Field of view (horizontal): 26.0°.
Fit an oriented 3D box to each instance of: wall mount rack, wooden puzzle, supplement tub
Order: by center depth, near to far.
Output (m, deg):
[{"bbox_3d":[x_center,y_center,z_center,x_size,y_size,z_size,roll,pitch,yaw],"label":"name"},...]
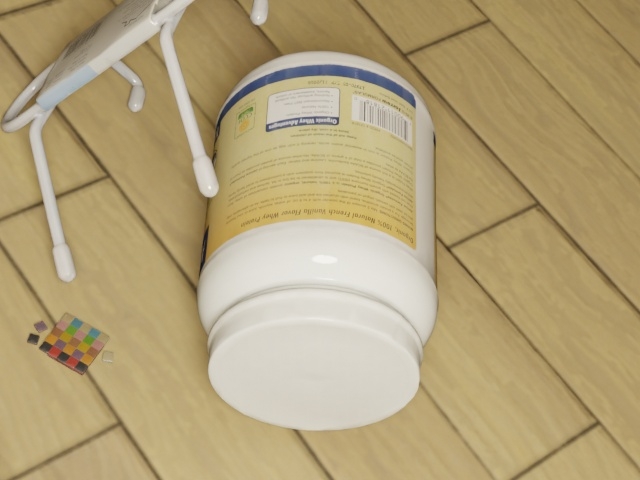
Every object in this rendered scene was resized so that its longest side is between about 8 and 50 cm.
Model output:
[{"bbox_3d":[-0.237,0.099,1.331,0.083,0.006,0.049,29,51,5],"label":"wooden puzzle"},{"bbox_3d":[0.000,0.000,1.336,0.228,0.228,0.316,11,52,-10],"label":"supplement tub"},{"bbox_3d":[-0.181,-0.138,1.363,0.130,0.350,0.304,43,38,-24],"label":"wall mount rack"}]
